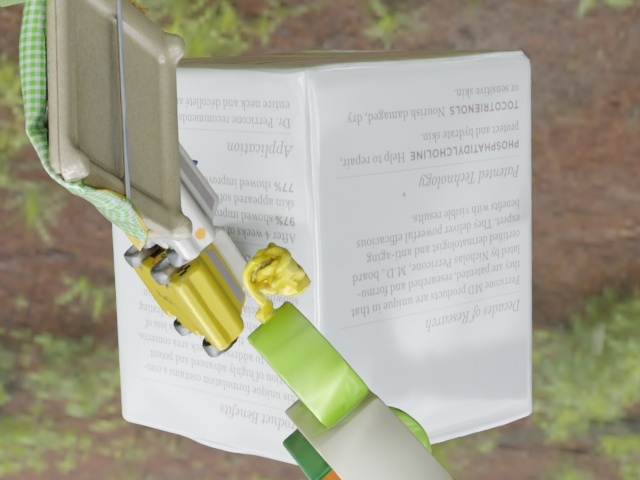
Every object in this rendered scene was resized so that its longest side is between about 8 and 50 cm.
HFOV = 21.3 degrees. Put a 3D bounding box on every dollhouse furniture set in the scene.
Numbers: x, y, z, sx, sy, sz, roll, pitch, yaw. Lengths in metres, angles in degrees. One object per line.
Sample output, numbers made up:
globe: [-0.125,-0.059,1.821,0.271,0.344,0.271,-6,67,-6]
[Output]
dollhouse furniture set: [-0.189,-0.146,1.115,0.151,0.301,0.197,-7,166,15]

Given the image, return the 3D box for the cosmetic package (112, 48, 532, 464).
cosmetic package: [0.000,0.000,1.801,0.327,0.393,0.329,-10,-168,-43]

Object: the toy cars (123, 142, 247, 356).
toy cars: [-0.121,-0.007,1.513,0.176,0.087,0.393,47,167,20]

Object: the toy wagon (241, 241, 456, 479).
toy wagon: [0.063,0.148,0.846,0.344,0.068,0.267,49,175,-9]
